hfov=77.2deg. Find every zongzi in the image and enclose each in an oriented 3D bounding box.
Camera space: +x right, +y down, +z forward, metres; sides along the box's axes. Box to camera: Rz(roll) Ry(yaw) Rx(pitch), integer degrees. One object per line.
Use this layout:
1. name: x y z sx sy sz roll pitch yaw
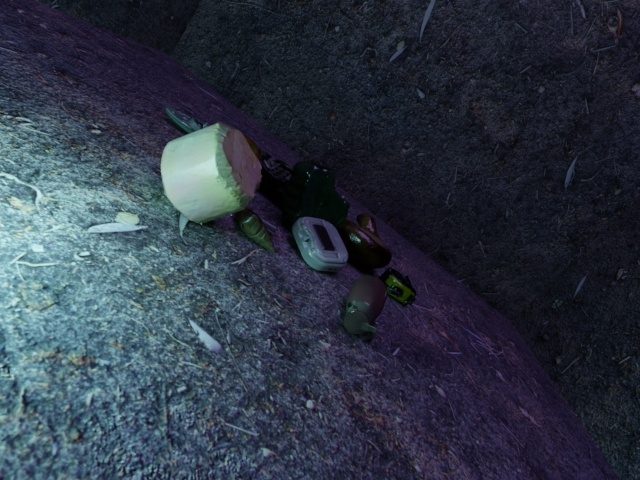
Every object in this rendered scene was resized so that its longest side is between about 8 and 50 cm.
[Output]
1. zongzi: -0.249 -0.043 1.541 0.178 0.081 0.189 54 -7 -29

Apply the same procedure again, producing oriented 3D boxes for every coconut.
1. coconut: -0.372 -0.212 1.317 0.297 0.309 0.298 -13 90 -69

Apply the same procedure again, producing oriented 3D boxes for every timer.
1. timer: 0.004 0.012 1.738 0.237 0.087 0.262 9 48 -46

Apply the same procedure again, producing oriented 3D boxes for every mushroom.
1. mushroom: 0.226 0.021 2.117 0.344 0.239 0.345 15 31 -9

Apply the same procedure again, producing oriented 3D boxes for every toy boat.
1. toy boat: -0.650 -0.590 2.079 0.319 0.092 0.141 28 24 -31

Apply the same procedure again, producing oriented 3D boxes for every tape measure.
1. tape measure: 0.392 0.225 2.059 0.186 0.112 0.199 32 16 -13

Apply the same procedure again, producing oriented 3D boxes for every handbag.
1. handbag: -0.224 -0.328 2.103 0.416 0.180 0.317 34 8 1

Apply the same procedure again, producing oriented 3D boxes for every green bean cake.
1. green bean cake: -0.008 -0.205 1.902 0.307 0.301 0.169 7 17 -37

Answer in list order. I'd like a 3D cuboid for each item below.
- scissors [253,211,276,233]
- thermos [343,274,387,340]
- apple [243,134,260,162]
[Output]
1. scissors: -0.286 -0.102 1.641 0.242 0.031 0.118 33 16 -7
2. thermos: 0.163 0.255 1.472 0.177 0.145 0.265 62 23 -9
3. apple: -0.406 -0.369 1.836 0.226 0.246 0.246 13 3 30
